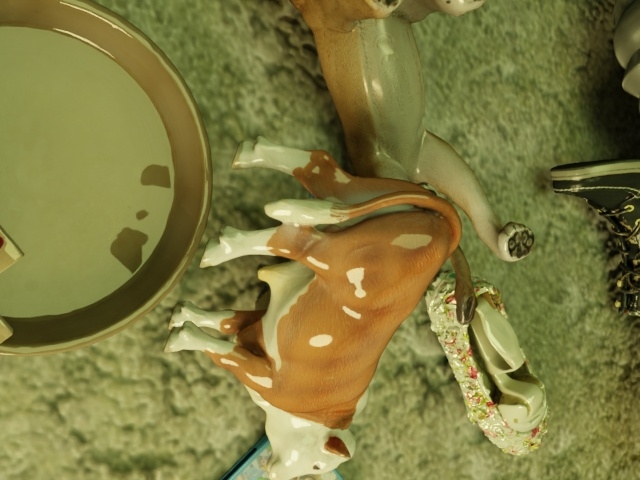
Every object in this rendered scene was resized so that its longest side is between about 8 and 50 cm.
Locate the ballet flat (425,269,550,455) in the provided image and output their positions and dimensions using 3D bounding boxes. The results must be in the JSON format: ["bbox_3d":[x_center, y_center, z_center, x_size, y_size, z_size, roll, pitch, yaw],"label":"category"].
[{"bbox_3d":[0.183,0.135,0.764,0.091,0.077,0.241,-40,109,-23],"label":"ballet flat"}]

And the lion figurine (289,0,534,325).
[{"bbox_3d":[0.055,-0.138,0.645,0.142,0.240,0.392,-16,114,-18],"label":"lion figurine"}]

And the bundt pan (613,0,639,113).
[{"bbox_3d":[0.457,-0.192,0.840,0.331,0.124,0.330,14,61,-27],"label":"bundt pan"}]

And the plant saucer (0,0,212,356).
[{"bbox_3d":[-0.219,-0.052,0.566,0.278,0.041,0.277,-1,91,-29],"label":"plant saucer"}]

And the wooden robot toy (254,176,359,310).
[{"bbox_3d":[0.000,0.000,0.654,0.076,0.079,0.173,19,119,-17],"label":"wooden robot toy"}]

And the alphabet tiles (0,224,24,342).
[{"bbox_3d":[-0.333,0.033,0.489,0.237,0.009,0.198,-36,107,-7],"label":"alphabet tiles"}]

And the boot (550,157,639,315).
[{"bbox_3d":[0.356,-0.001,0.847,0.237,0.085,0.178,1,92,-31],"label":"boot"}]

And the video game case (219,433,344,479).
[{"bbox_3d":[-0.053,0.258,0.674,0.166,0.015,0.119,-42,109,-21],"label":"video game case"}]

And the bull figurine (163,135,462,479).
[{"bbox_3d":[-0.016,0.066,0.583,0.189,0.101,0.310,19,123,-11],"label":"bull figurine"}]
